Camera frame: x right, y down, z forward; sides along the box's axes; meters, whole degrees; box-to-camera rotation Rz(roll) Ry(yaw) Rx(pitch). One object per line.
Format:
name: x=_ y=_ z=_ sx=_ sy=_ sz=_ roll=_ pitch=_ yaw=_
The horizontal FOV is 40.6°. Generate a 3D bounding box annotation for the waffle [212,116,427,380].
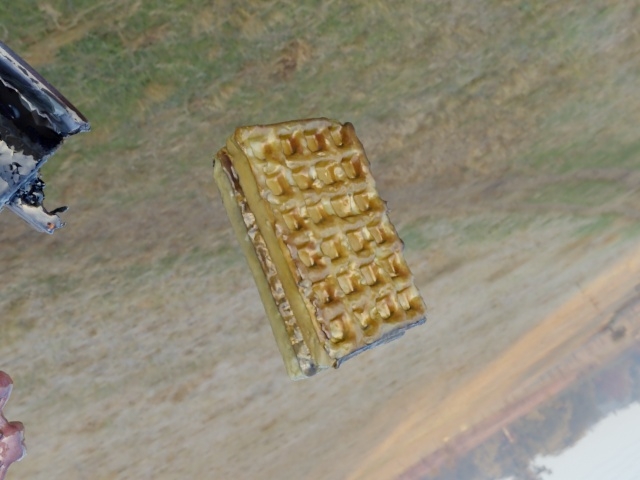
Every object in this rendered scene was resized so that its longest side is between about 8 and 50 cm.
waffle: x=0.000 y=0.000 z=0.524 sx=0.103 sy=0.147 sz=0.042 roll=-17 pitch=173 yaw=-45

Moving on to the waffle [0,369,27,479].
waffle: x=-0.310 y=0.141 z=0.563 sx=0.234 sy=0.221 sz=0.055 roll=4 pitch=177 yaw=-34

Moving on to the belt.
belt: x=-0.247 y=-0.053 z=0.622 sx=0.122 sy=0.128 sz=0.218 roll=-53 pitch=-159 yaw=-18
